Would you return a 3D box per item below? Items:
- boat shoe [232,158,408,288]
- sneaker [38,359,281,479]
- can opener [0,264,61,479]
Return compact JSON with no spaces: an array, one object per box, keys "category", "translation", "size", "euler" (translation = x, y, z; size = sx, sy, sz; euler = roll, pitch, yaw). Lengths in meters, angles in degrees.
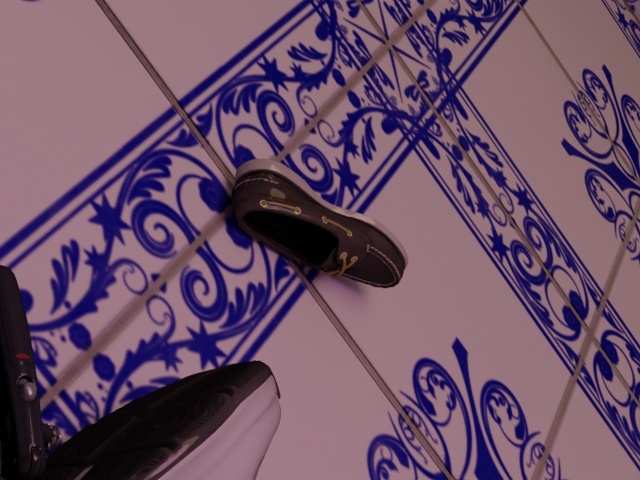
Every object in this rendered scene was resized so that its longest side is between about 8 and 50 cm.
[{"category":"boat shoe","translation":[0.000,0.000,1.463],"size":[0.227,0.081,0.069],"euler":[31,45,-28]},{"category":"sneaker","translation":[-0.128,0.292,1.009],"size":[0.257,0.169,0.447],"euler":[61,39,-15]},{"category":"can opener","translation":[-0.240,0.101,1.061],"size":[0.073,0.059,0.186],"euler":[23,48,-43]}]
